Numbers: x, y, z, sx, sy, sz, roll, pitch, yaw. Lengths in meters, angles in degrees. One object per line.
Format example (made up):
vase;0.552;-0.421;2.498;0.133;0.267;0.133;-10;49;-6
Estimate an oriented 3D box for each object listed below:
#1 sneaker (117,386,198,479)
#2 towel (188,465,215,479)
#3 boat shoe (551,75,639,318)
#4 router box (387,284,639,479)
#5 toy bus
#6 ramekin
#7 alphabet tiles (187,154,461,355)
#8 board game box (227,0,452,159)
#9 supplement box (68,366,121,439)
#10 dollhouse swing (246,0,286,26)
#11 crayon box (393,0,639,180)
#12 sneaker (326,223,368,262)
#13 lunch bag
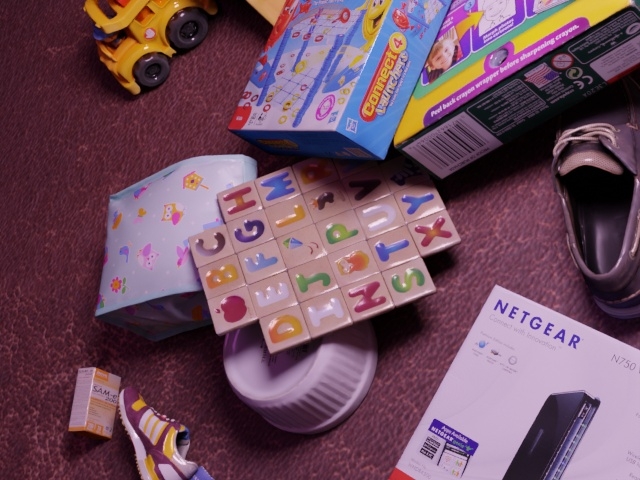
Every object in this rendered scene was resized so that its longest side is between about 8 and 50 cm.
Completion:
sneaker;-0.233;0.280;1.690;0.084;0.069;0.185;-28;54;0
towel;-0.188;0.508;1.573;0.243;0.040;0.336;33;87;41
boat shoe;0.351;-0.086;1.411;0.132;0.130;0.355;-20;59;25
router box;0.276;0.252;1.338;0.335;0.082;0.301;25;84;39
toy bus;-0.319;-0.386;1.956;0.220;0.211;0.149;-46;53;10
ramekin;-0.036;0.151;1.580;0.207;0.109;0.207;-15;61;28
alphabet tiles;0.000;0.000;1.560;0.342;0.011;0.285;-21;53;0
board game box;0.030;-0.267;1.615;0.308;0.086;0.302;8;73;58
supplement box;-0.344;0.249;1.774;0.036;0.062;0.098;-9;65;32
dollhouse swing;-0.031;-0.511;1.914;0.347;0.305;0.315;-48;10;7
crayon box;0.259;-0.295;1.505;0.363;0.106;0.313;-29;42;36
sneaker;0.050;-0.026;1.616;0.240;0.091;0.126;37;83;32
lunch bag;-0.190;0.009;1.719;0.262;0.160;0.223;-19;57;33
